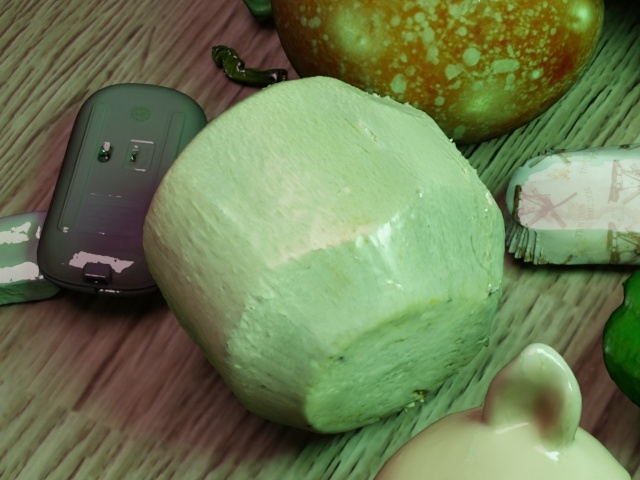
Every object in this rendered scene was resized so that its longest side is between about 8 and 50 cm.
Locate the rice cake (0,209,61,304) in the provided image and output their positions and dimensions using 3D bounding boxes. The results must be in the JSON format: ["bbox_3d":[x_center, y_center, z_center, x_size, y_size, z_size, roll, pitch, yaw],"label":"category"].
[{"bbox_3d":[-0.324,0.025,1.453,0.221,0.042,0.080,-10,56,3],"label":"rice cake"}]

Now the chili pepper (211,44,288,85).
[{"bbox_3d":[-0.068,-0.152,1.556,0.083,0.022,0.027,25,94,26],"label":"chili pepper"}]

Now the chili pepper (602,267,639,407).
[{"bbox_3d":[0.367,0.112,1.167,0.385,0.213,0.167,24,102,31],"label":"chili pepper"}]

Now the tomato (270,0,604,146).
[{"bbox_3d":[0.084,-0.192,1.417,0.223,0.270,0.270,-52,49,22],"label":"tomato"}]

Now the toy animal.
[{"bbox_3d":[0.178,0.216,1.104,0.326,0.237,0.269,-11,68,-1],"label":"toy animal"}]

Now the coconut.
[{"bbox_3d":[0.000,0.000,1.286,0.245,0.245,0.247,-27,60,-11],"label":"coconut"}]

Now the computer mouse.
[{"bbox_3d":[-0.161,-0.041,1.458,0.120,0.057,0.232,5,49,2],"label":"computer mouse"}]

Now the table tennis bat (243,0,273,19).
[{"bbox_3d":[0.048,-0.259,1.609,0.257,0.039,0.160,-22,52,-13],"label":"table tennis bat"}]

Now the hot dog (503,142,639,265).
[{"bbox_3d":[0.237,-0.027,1.372,0.191,0.059,0.108,3,66,9],"label":"hot dog"}]
